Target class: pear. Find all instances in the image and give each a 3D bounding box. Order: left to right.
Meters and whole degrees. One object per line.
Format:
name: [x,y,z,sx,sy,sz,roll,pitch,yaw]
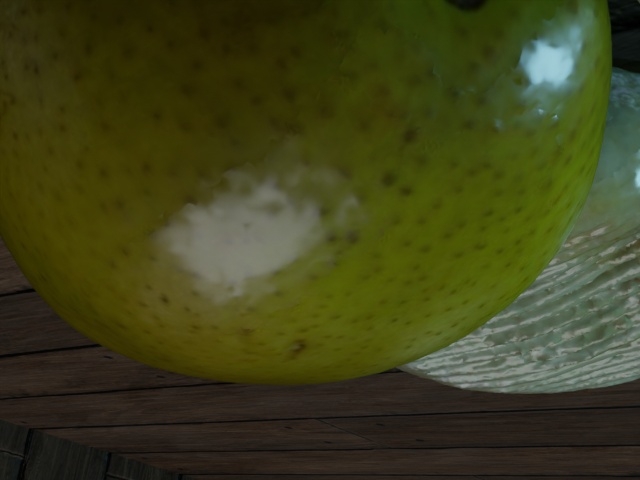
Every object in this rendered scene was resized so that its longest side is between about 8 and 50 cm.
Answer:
pear: [-0.030,-0.088,0.694,0.362,0.362,0.418,20,155,-28]

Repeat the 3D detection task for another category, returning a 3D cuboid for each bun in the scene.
bun: [0.176,-0.021,0.988,0.365,0.219,0.365,-4,149,-2]

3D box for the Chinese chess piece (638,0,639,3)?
Chinese chess piece: [0.246,-0.176,0.801,0.084,0.034,0.084,8,161,3]
